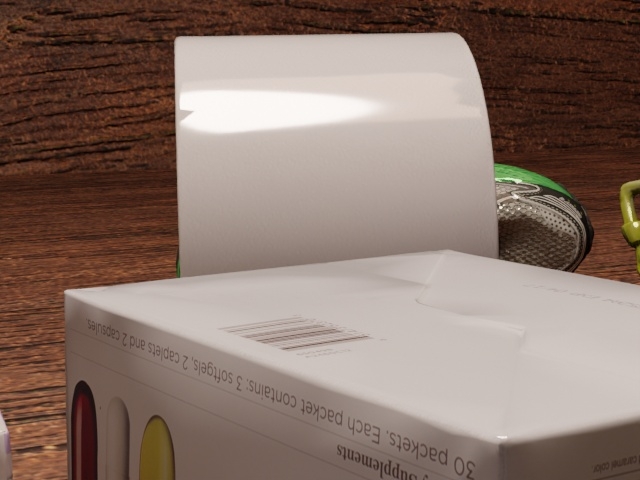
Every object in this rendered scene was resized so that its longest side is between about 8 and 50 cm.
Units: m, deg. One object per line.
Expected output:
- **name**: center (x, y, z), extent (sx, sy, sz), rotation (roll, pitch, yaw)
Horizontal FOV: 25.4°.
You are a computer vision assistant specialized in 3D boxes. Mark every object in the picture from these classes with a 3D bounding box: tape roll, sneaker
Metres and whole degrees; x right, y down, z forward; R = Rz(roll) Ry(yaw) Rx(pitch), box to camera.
- **tape roll**: center (0.000, 0.000, 0.841), extent (0.169, 0.246, 0.246), rotation (-2, 8, -6)
- **sneaker**: center (0.054, 0.025, 1.150), extent (0.343, 0.134, 0.146), rotation (-10, 15, -1)

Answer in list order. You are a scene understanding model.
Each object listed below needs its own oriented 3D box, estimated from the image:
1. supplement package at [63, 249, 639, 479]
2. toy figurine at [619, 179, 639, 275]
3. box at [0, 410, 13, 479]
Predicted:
- **supplement package**: center (0.052, 0.096, 0.517), extent (0.204, 0.145, 0.262), rotation (-6, 9, -34)
- **toy figurine**: center (0.251, 0.027, 0.661), extent (0.362, 0.191, 0.217), rotation (0, -7, 36)
- **box**: center (-0.220, 0.098, 0.798), extent (0.063, 0.067, 0.324), rotation (-2, 8, -18)
